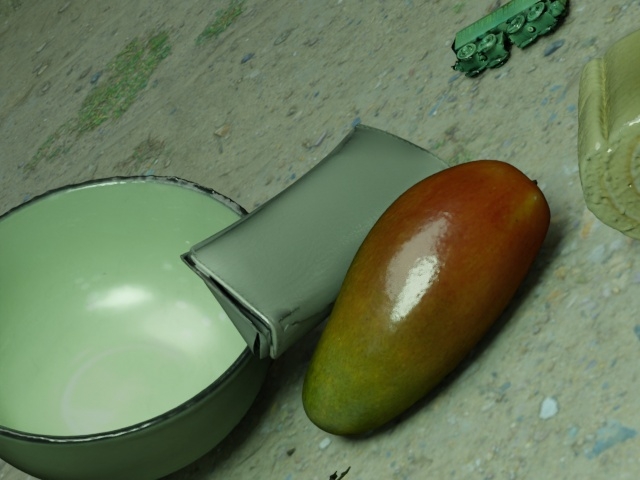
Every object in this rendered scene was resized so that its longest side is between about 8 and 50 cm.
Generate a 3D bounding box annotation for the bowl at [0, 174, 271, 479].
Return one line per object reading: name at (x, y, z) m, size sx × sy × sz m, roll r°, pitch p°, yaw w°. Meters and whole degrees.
bowl at (-0.203, 0.115, 1.380) m, size 0.354 × 0.185 × 0.354 m, roll -4°, pitch 45°, yaw 4°

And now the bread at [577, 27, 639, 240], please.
bread at (0.285, -0.089, 1.106) m, size 0.148 × 0.134 × 0.141 m, roll -19°, pitch 33°, yaw 24°

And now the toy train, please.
toy train at (0.206, -0.230, 1.505) m, size 0.148 × 0.038 × 0.071 m, roll -28°, pitch 30°, yaw 32°

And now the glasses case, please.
glasses case at (-0.002, -0.002, 1.298) m, size 0.308 × 0.128 × 0.083 m, roll -38°, pitch -18°, yaw -40°

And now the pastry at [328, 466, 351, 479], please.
pastry at (-0.034, 0.291, 0.971) m, size 0.275 × 0.193 × 0.275 m, roll -31°, pitch 31°, yaw 22°

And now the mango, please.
mango at (0.088, 0.051, 1.201) m, size 0.146 × 0.129 × 0.289 m, roll 27°, pitch 84°, yaw 47°
